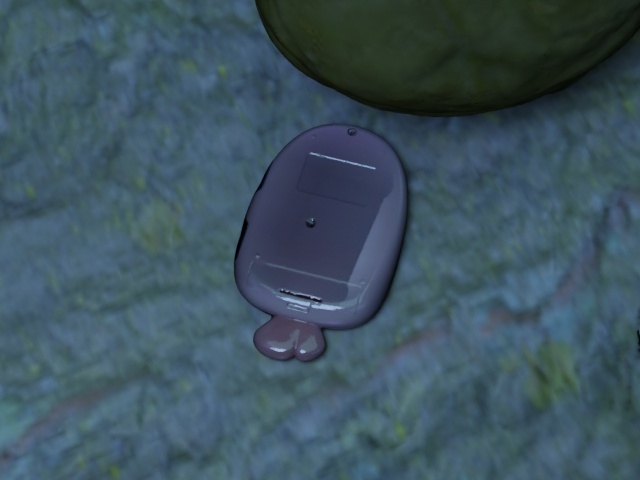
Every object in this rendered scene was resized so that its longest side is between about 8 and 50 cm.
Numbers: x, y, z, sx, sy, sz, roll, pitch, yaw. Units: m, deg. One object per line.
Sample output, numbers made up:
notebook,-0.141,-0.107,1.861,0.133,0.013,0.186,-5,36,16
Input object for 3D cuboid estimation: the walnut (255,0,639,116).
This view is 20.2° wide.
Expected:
walnut,0.084,-0.225,1.104,0.276,0.282,0.253,-1,28,-3

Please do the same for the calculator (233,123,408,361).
calculator,0.000,0.000,1.143,0.103,0.024,0.166,14,69,8
